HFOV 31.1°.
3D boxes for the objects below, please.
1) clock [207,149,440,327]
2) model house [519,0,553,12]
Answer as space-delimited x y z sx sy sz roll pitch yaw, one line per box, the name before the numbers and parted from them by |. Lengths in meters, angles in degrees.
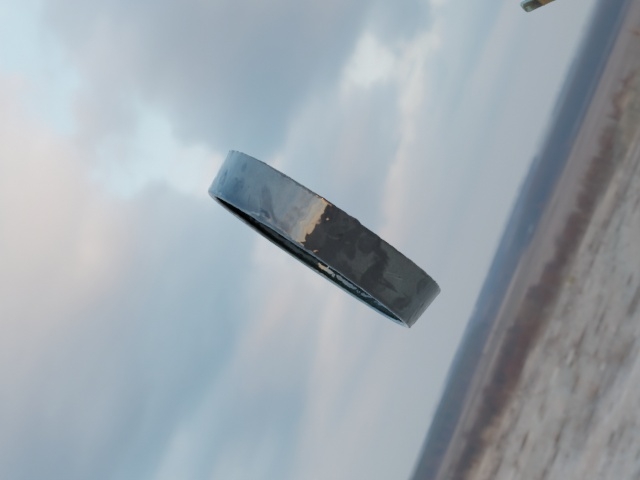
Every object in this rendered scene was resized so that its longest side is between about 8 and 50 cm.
clock | 0.001 0.000 1.439 0.066 0.319 0.319 -56 -10 -3
model house | 0.361 -0.505 1.784 0.215 0.198 0.224 -23 43 42
